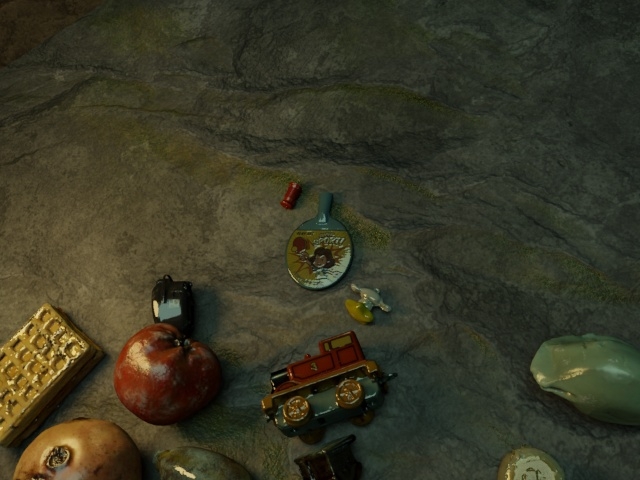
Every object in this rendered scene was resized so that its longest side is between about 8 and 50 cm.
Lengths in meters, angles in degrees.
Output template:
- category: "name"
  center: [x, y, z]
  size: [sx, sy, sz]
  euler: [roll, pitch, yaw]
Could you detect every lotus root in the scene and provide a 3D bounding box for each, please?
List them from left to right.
- category: "lotus root"
  center: [-0.327, 0.625, 1.653]
  size: [0.323, 0.140, 0.158]
  euler: [17, 69, 22]

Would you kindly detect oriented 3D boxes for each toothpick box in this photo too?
- category: "toothpick box"
  center: [-0.096, -0.143, 2.032]
  size: [0.047, 0.047, 0.083]
  euler: [18, 70, 20]

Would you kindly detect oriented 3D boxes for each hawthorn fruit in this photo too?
- category: "hawthorn fruit"
  center: [-0.425, 0.367, 1.733]
  size: [0.285, 0.284, 0.284]
  euler: [-5, 63, 10]

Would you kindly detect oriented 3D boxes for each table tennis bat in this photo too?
- category: "table tennis bat"
  center: [0.000, 0.000, 1.947]
  size: [0.215, 0.044, 0.328]
  euler: [2, 66, 14]

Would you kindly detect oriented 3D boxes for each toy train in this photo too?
- category: "toy train"
  center: [0.022, 0.390, 1.686]
  size: [0.370, 0.163, 0.231]
  euler: [-20, 49, 2]

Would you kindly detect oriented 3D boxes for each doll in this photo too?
- category: "doll"
  center: [0.128, 0.175, 1.821]
  size: [0.113, 0.071, 0.135]
  euler: [-26, 57, -10]

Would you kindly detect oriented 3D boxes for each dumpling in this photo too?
- category: "dumpling"
  center: [0.707, 0.345, 1.549]
  size: [0.321, 0.270, 0.211]
  euler: [33, 97, 0]

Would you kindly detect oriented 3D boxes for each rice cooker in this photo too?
- category: "rice cooker"
  center: [-0.443, 0.204, 1.884]
  size: [0.119, 0.142, 0.202]
  euler: [-5, 71, -2]

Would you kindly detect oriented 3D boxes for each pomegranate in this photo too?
- category: "pomegranate"
  center: [-0.638, 0.622, 1.647]
  size: [0.323, 0.322, 0.321]
  euler: [-5, 63, 10]

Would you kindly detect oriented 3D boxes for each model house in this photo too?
- category: "model house"
  center: [0.027, 0.606, 1.620]
  size: [0.165, 0.106, 0.152]
  euler: [-34, 69, 35]

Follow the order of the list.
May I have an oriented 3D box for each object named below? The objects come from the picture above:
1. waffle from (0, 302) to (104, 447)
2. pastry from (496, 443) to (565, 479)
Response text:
- category: "waffle"
  center: [-0.875, 0.400, 1.898]
  size: [0.261, 0.114, 0.376]
  euler: [34, 75, 27]
- category: "pastry"
  center: [0.512, 0.584, 1.524]
  size: [0.166, 0.088, 0.165]
  euler: [-6, 61, 10]
